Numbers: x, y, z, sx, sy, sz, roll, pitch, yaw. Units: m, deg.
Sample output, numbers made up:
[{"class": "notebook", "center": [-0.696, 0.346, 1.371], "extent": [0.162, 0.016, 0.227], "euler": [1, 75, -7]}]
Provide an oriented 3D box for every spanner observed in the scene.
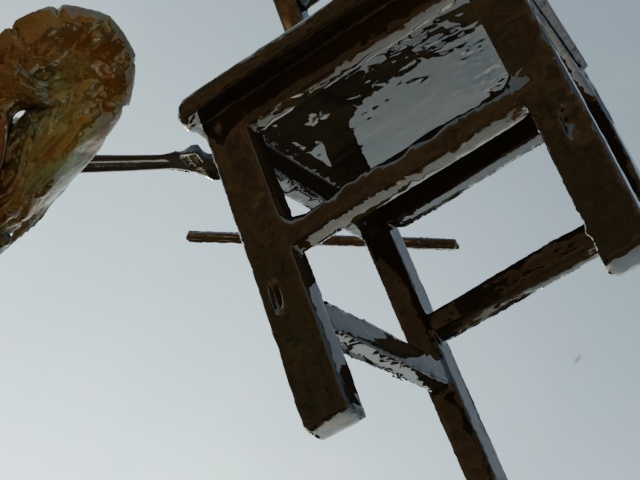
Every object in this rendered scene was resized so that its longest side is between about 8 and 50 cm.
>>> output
[{"class": "spanner", "center": [-0.182, -0.074, 1.355], "extent": [0.208, 0.012, 0.046], "euler": [-1, -38, 0]}]

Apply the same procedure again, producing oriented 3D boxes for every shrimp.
[{"class": "shrimp", "center": [-0.222, -0.081, 1.040], "extent": [0.115, 0.051, 0.217], "euler": [34, -90, -26]}]

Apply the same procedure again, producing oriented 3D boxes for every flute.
[{"class": "flute", "center": [0.000, 0.000, 1.350], "extent": [0.269, 0.014, 0.014], "euler": [1, -73, 11]}]

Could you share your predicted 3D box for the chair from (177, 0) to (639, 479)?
[{"class": "chair", "center": [0.052, -0.090, 0.816], "extent": [0.203, 0.240, 0.416], "euler": [-32, -120, 18]}]
